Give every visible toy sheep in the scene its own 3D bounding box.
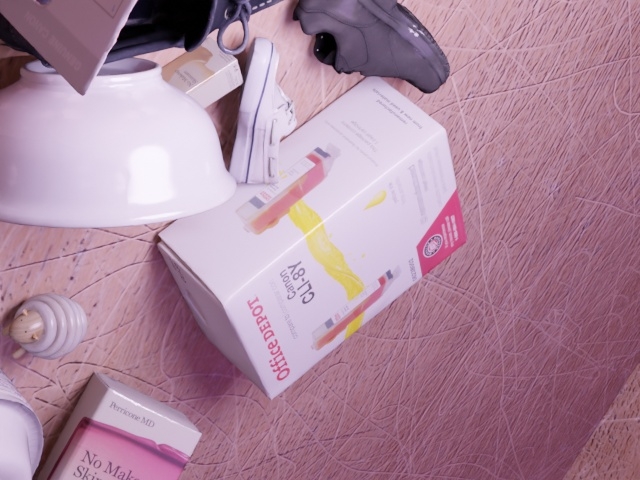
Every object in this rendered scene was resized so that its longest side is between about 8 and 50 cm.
[{"bbox_3d":[-0.335,0.107,1.580,0.091,0.091,0.132,-59,159,18],"label":"toy sheep"}]

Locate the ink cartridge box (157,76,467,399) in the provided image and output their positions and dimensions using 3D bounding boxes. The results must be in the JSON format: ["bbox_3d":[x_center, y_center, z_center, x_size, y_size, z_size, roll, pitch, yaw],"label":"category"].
[{"bbox_3d":[0.000,0.000,1.768,0.385,0.160,0.279,-38,146,-13],"label":"ink cartridge box"}]

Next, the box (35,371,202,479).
[{"bbox_3d":[-0.286,0.318,1.715,0.149,0.127,0.232,29,86,-18],"label":"box"}]

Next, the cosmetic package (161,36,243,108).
[{"bbox_3d":[-0.155,-0.183,1.495,0.115,0.060,0.041,-37,145,-17],"label":"cosmetic package"}]

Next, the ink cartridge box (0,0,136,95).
[{"bbox_3d":[-0.155,-0.349,1.089,0.091,0.308,0.385,13,115,-52],"label":"ink cartridge box"}]

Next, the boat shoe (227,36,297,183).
[{"bbox_3d":[-0.065,-0.159,1.586,0.076,0.083,0.226,8,141,-6],"label":"boat shoe"}]

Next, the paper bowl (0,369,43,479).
[{"bbox_3d":[-0.472,0.292,1.564,0.284,0.148,0.284,-31,144,-25],"label":"paper bowl"}]

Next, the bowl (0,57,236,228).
[{"bbox_3d":[-0.235,-0.115,1.313,0.298,0.298,0.134,-14,113,-40],"label":"bowl"}]

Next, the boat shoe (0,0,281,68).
[{"bbox_3d":[-0.133,-0.281,1.331,0.500,0.156,0.186,-19,136,-37],"label":"boat shoe"}]

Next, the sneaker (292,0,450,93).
[{"bbox_3d":[0.062,-0.260,1.635,0.130,0.109,0.286,-44,138,8],"label":"sneaker"}]
